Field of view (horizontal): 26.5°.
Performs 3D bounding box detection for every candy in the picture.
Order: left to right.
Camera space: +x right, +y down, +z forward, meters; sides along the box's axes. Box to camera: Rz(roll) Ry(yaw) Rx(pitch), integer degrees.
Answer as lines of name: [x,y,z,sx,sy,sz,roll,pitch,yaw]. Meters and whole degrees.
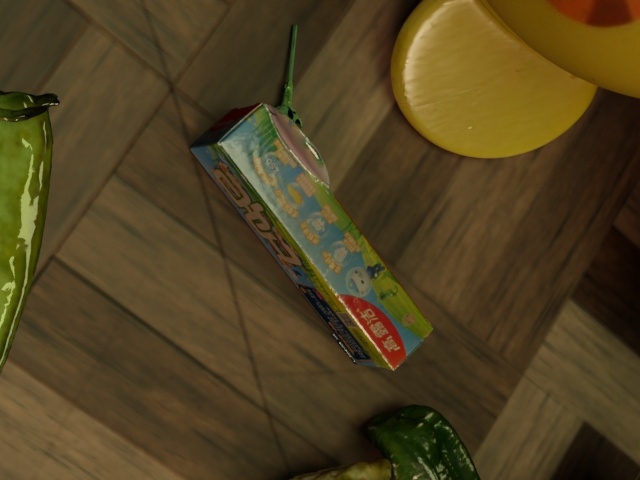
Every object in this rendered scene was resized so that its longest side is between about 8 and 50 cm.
candy: [-0.023,-0.103,0.899,0.023,0.025,0.083,17,73,-52]

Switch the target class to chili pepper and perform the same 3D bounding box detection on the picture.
chili pepper: [0.091,0.210,0.932,0.072,0.073,0.204,-25,103,-37]

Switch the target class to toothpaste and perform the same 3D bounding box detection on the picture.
toothpaste: [0.000,0.000,0.881,0.044,0.070,0.193,-44,108,-20]

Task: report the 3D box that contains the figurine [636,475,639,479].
figurine: [0.264,0.329,0.926,0.324,0.231,0.340,-41,108,-35]

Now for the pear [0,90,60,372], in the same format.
pear: [-0.267,0.034,0.713,0.238,0.164,0.255,-4,98,-35]

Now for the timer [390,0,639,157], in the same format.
timer: [0.195,-0.244,0.840,0.387,0.376,0.376,-17,100,11]

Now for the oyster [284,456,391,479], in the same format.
oyster: [-0.030,0.238,0.873,0.133,0.072,0.209,8,90,-13]
